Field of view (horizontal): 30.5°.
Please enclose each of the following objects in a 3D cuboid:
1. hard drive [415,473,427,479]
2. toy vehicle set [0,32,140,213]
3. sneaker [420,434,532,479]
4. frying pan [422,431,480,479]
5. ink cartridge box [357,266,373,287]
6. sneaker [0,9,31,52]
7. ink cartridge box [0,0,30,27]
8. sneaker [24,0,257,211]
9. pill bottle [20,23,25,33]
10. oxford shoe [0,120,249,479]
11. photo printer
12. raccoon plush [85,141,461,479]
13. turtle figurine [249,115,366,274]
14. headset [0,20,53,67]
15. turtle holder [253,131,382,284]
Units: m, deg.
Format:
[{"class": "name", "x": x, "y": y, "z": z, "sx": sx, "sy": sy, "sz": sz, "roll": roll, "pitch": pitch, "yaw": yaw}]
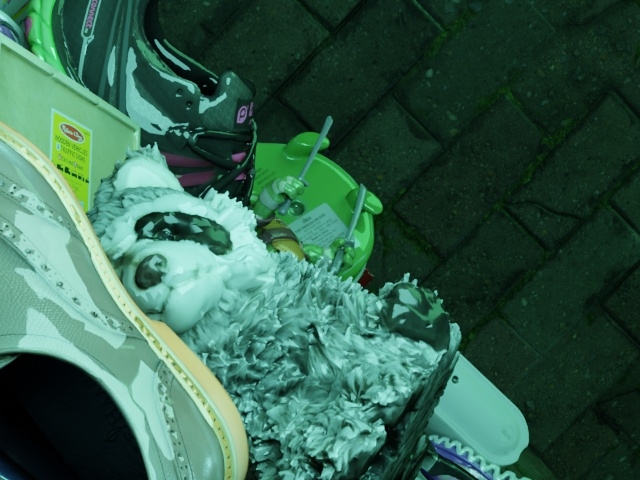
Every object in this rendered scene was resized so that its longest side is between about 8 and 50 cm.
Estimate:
[{"class": "hard drive", "x": 0.008, "y": 0.205, "z": 1.459, "sx": 0.319, "sy": 0.040, "sz": 0.210, "roll": 46, "pitch": 4, "yaw": 30}, {"class": "toy vehicle set", "x": -0.230, "y": -0.057, "z": 1.023, "sx": 0.267, "sy": 0.035, "sz": 0.166, "roll": 35, "pitch": 53, "yaw": -70}, {"class": "sneaker", "x": 0.205, "y": 0.351, "z": 1.599, "sx": 0.236, "sy": 0.104, "sz": 0.095, "roll": 23, "pitch": -29, "yaw": 25}, {"class": "frying pan", "x": 0.105, "y": 0.235, "z": 1.463, "sx": 0.326, "sy": 0.053, "sz": 0.197, "roll": 45, "pitch": 3, "yaw": -30}, {"class": "ink cartridge box", "x": 0.008, "y": 0.069, "z": 2.304, "sx": 0.078, "sy": 0.134, "sz": 0.231, "roll": 45, "pitch": 3, "yaw": 24}, {"class": "sneaker", "x": -0.421, "y": -0.250, "z": 1.302, "sx": 0.305, "sy": 0.114, "sz": 0.152, "roll": 43, "pitch": 5, "yaw": -21}, {"class": "ink cartridge box", "x": -0.369, "y": -0.343, "z": 1.400, "sx": 0.117, "sy": 0.201, "sz": 0.278, "roll": 45, "pitch": -30, "yaw": -4}, {"class": "sneaker", "x": -0.145, "y": -0.086, "z": 1.299, "sx": 0.185, "sy": 0.202, "sz": 0.483, "roll": -93, "pitch": 158, "yaw": -74}, {"class": "pill bottle", "x": -0.251, "y": -0.146, "z": 1.491, "sx": 0.323, "sy": 0.181, "sz": 0.181, "roll": 41, "pitch": 4, "yaw": -38}, {"class": "oxford shoe", "x": -0.187, "y": 0.030, "z": 0.649, "sx": 0.363, "sy": 0.130, "sz": 0.133, "roll": 43, "pitch": 11, "yaw": 2}, {"class": "photo printer", "x": 0.144, "y": 0.222, "z": 1.711, "sx": 0.307, "sy": 0.107, "sz": 0.256, "roll": 43, "pitch": -21, "yaw": -15}, {"class": "raccoon plush", "x": -0.075, "y": 0.126, "z": 0.970, "sx": 0.299, "sy": 0.216, "sz": 0.446, "roll": 31, "pitch": -30, "yaw": 16}, {"class": "turtle figurine", "x": 0.000, "y": 0.000, "z": 1.547, "sx": 0.198, "sy": 0.274, "sz": 0.266, "roll": 101, "pitch": -34, "yaw": -55}, {"class": "headset", "x": -0.393, "y": -0.175, "z": 0.947, "sx": 0.394, "sy": 0.185, "sz": 0.243, "roll": 20, "pitch": 15, "yaw": -42}, {"class": "turtle holder", "x": -0.080, "y": -0.020, "z": 1.794, "sx": 0.320, "sy": 0.243, "sz": 0.227, "roll": 23, "pitch": -32, "yaw": 1}]
